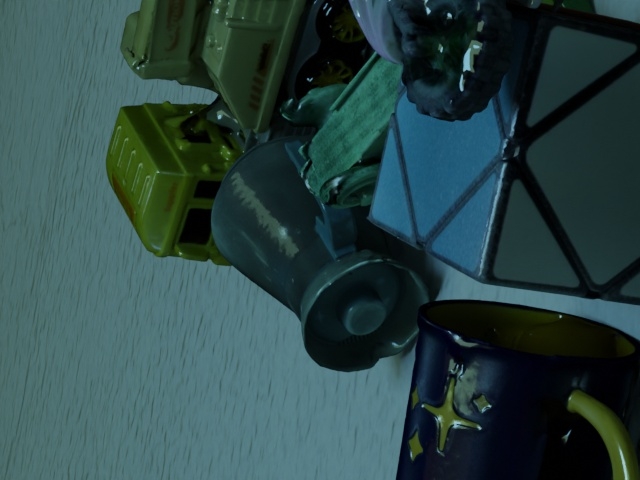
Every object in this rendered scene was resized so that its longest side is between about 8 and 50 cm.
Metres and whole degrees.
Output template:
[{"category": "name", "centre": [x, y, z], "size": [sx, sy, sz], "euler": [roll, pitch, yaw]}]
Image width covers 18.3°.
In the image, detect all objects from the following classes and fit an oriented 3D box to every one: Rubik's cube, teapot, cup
[{"category": "Rubik's cube", "centre": [0.184, -0.074, 1.524], "size": [0.205, 0.207, 0.205], "euler": [30, 111, 62]}, {"category": "teapot", "centre": [0.000, 0.000, 1.940], "size": [0.225, 0.171, 0.203], "euler": [-125, 18, -47]}, {"category": "cup", "centre": [0.143, 0.197, 1.535], "size": [0.255, 0.178, 0.256], "euler": [-67, -14, -81]}]

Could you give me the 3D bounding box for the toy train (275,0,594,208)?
[{"category": "toy train", "centre": [0.095, -0.135, 1.743], "size": [0.120, 0.202, 0.301], "euler": [61, 143, 16]}]

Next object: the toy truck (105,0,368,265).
[{"category": "toy truck", "centre": [-0.100, -0.166, 2.117], "size": [0.180, 0.254, 0.405], "euler": [60, 139, 47]}]

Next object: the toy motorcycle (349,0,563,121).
[{"category": "toy motorcycle", "centre": [0.100, -0.248, 1.387], "size": [0.188, 0.143, 0.327], "euler": [20, 99, 65]}]
